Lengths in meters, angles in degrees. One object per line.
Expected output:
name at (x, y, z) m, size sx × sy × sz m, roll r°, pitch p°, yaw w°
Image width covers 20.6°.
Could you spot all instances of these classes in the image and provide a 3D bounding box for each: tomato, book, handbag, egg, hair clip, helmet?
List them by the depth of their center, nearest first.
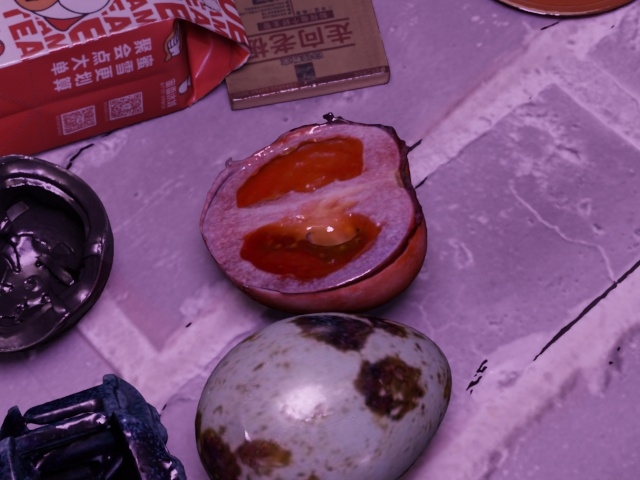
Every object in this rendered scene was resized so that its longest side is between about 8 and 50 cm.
hair clip at (-0.169, 0.225, 1.383) m, size 0.194 × 0.310 × 0.206 m, roll -15°, pitch 94°, yaw -6°
egg at (0.006, 0.142, 1.469) m, size 0.231 × 0.169 × 0.169 m, roll -18°, pitch 62°, yaw -24°
tomato at (0.000, 0.000, 1.570) m, size 0.199 × 0.112 × 0.228 m, roll -12°, pitch 40°, yaw 8°
helmet at (-0.259, 0.021, 1.576) m, size 0.153 × 0.107 × 0.177 m, roll 38°, pitch 88°, yaw 16°
handbag at (-0.223, -0.206, 1.668) m, size 0.298 × 0.151 × 0.171 m, roll -19°, pitch 58°, yaw -13°
book at (-0.033, -0.242, 1.750) m, size 0.161 × 0.026 × 0.231 m, roll -11°, pitch 63°, yaw -5°

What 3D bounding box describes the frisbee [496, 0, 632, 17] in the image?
frisbee at (0.242, -0.328, 1.793) m, size 0.251 × 0.021 × 0.251 m, roll 0°, pitch 61°, yaw 1°
